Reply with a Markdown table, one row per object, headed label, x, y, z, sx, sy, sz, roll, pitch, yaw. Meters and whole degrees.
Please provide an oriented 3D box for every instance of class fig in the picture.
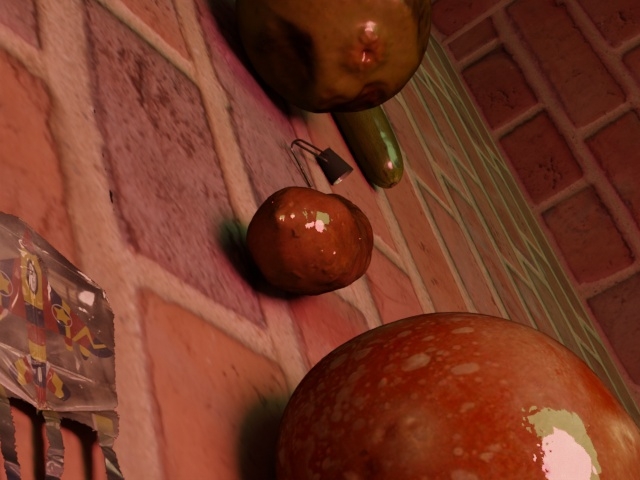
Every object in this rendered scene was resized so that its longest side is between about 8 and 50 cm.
| label | x | y | z | sx | sy | sz | roll | pitch | yaw |
| --- | --- | --- | --- | --- | --- | --- | --- | --- | --- |
| fig | 0.006 | -0.285 | 1.208 | 0.239 | 0.239 | 0.271 | 40 | 10 | -45 |

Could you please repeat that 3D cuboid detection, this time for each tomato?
| label | x | y | z | sx | sy | sz | roll | pitch | yaw |
| --- | --- | --- | --- | --- | --- | --- | --- | --- | --- |
| tomato | 0.108 | 0.170 | 0.663 | 0.270 | 0.223 | 0.270 | 48 | 22 | -26 |

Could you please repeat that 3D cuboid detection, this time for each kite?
| label | x | y | z | sx | sy | sz | roll | pitch | yaw |
| --- | --- | --- | --- | --- | --- | --- | --- | --- | --- |
| kite | -0.134 | 0.078 | 0.497 | 0.141 | 0.015 | 0.245 | 37 | 22 | -47 |

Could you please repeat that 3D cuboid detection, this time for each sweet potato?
| label | x | y | z | sx | sy | sz | roll | pitch | yaw |
| --- | --- | --- | --- | --- | --- | --- | --- | --- | --- |
| sweet potato | 0.001 | 0.001 | 0.913 | 0.097 | 0.097 | 0.292 | 59 | 8 | 4 |

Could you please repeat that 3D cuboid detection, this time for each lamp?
| label | x | y | z | sx | sy | sz | roll | pitch | yaw |
| --- | --- | --- | --- | --- | --- | --- | --- | --- | --- |
| lamp | 0.000 | -0.095 | 1.180 | 0.054 | 0.041 | 0.121 | 51 | 13 | 7 |

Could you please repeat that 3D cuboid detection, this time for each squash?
| label | x | y | z | sx | sy | sz | roll | pitch | yaw |
| --- | --- | --- | --- | --- | --- | --- | --- | --- | --- |
| squash | 0.053 | -0.182 | 1.428 | 0.066 | 0.066 | 0.252 | 26 | 34 | -61 |
